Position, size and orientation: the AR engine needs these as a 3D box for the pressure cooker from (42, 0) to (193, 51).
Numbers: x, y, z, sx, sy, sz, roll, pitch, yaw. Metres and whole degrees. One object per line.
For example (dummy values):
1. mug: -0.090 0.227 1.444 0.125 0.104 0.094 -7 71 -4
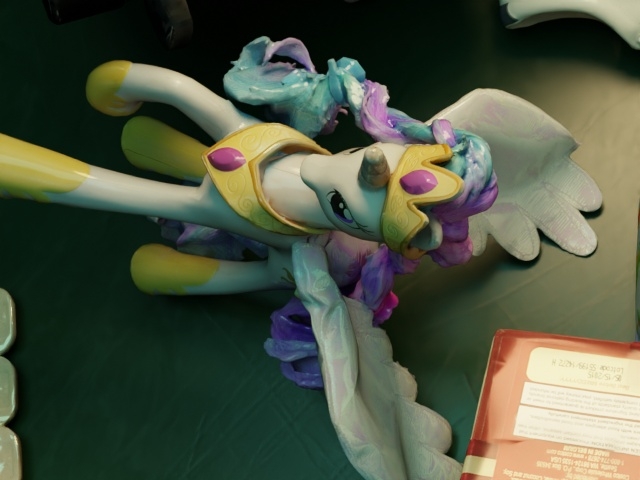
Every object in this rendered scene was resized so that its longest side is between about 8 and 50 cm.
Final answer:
1. pressure cooker: -0.103 -0.361 1.059 0.420 0.375 0.370 -20 46 -10

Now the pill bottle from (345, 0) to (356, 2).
1. pill bottle: 0.074 -0.249 1.243 0.152 0.086 0.086 -20 70 7

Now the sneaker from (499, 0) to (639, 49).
1. sneaker: 0.257 -0.184 1.188 0.258 0.094 0.091 7 96 18

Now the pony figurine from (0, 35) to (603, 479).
1. pony figurine: 0.000 0.000 1.081 0.363 0.351 0.303 10 72 36

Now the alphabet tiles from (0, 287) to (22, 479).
1. alphabet tiles: -0.367 0.138 1.267 0.278 0.021 0.284 -10 71 10

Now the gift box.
1. gift box: 0.217 0.208 0.985 0.255 0.258 0.276 11 56 18

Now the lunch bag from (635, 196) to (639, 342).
1. lunch bag: 0.307 0.013 1.095 0.176 0.090 0.219 5 72 3
